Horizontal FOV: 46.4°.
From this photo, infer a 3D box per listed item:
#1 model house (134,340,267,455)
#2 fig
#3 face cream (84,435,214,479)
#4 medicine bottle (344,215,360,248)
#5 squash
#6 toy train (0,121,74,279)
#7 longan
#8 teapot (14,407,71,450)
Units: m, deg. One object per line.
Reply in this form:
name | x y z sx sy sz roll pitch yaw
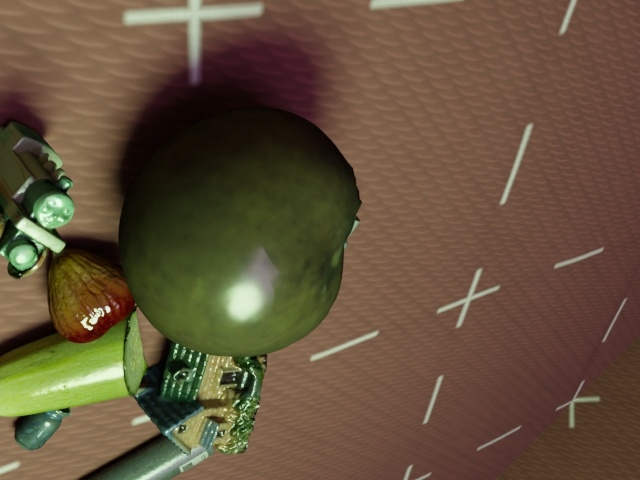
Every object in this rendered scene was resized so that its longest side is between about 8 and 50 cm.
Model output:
model house | -0.205 0.232 1.189 0.172 0.166 0.183 9 107 -40
fig | -0.302 0.056 0.981 0.119 0.119 0.153 -19 128 -27
face cream | -0.324 0.412 1.309 0.283 0.073 0.073 -27 138 -20
medicine bottle | 0.000 0.000 1.208 0.080 0.080 0.130 22 108 -48
squash | -0.370 0.186 1.030 0.287 0.137 0.137 -14 133 -28
toy train | -0.327 -0.046 0.803 0.125 0.194 0.081 -49 138 -2
longan | -0.100 -0.011 0.949 0.319 0.319 0.319 -23 137 -23
teapot | -0.424 0.268 1.125 0.083 0.063 0.049 -48 172 2
